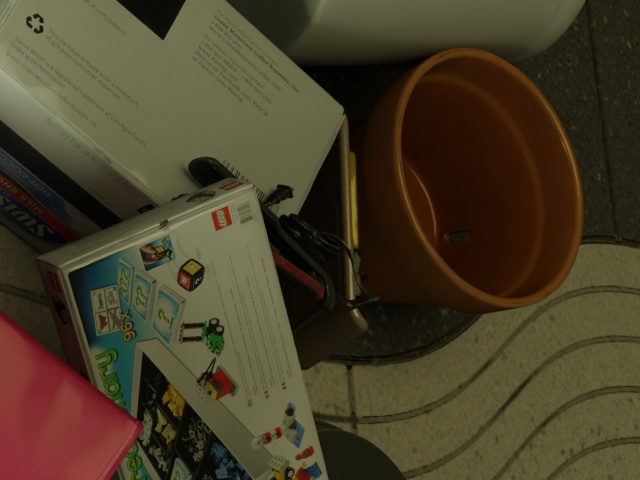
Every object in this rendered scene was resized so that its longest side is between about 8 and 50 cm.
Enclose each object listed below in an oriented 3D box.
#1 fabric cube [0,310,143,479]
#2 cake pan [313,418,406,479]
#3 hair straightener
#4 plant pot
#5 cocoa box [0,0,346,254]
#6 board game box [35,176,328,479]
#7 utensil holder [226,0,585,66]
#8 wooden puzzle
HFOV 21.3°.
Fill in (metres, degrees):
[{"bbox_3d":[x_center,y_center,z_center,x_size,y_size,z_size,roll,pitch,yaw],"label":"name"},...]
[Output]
[{"bbox_3d":[-0.348,0.165,1.332,0.258,0.259,0.254,41,68,-21],"label":"fabric cube"},{"bbox_3d":[0.006,0.327,1.783,0.293,0.054,0.293,14,67,-38],"label":"cake pan"},{"bbox_3d":[-0.029,-0.012,1.552,0.230,0.047,0.089,34,60,-25],"label":"hair straightener"},{"bbox_3d":[0.124,-0.048,1.906,0.291,0.203,0.290,14,68,-38],"label":"plant pot"},{"bbox_3d":[-0.199,-0.121,1.626,0.347,0.228,0.231,41,56,-25],"label":"cocoa box"},{"bbox_3d":[-0.111,0.121,1.467,0.193,0.053,0.305,-24,112,-27],"label":"board game box"},{"bbox_3d":[0.064,-0.349,1.878,0.385,0.328,0.327,-7,81,-39],"label":"utensil holder"},{"bbox_3d":[0.000,0.000,1.773,0.044,0.221,0.238,-2,75,-19],"label":"wooden puzzle"}]
